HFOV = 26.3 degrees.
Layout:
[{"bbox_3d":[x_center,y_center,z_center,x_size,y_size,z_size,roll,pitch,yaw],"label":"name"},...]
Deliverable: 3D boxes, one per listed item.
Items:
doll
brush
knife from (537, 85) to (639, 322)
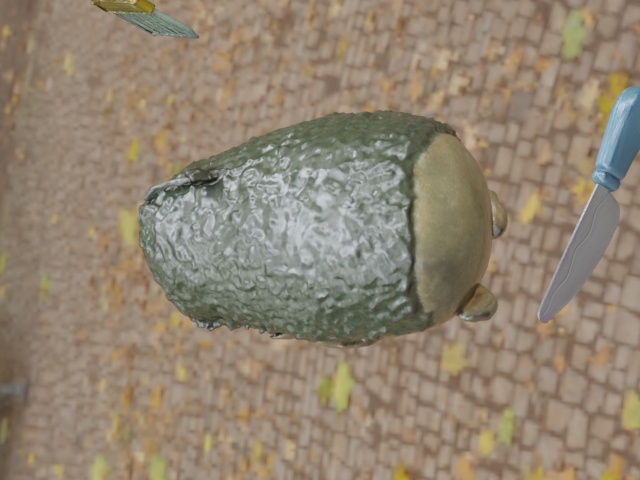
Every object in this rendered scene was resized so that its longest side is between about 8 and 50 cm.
[{"bbox_3d":[0.000,0.000,1.320,0.349,0.247,0.247,-4,73,20],"label":"doll"},{"bbox_3d":[-0.192,-0.201,1.008,0.082,0.218,0.010,15,79,57],"label":"brush"},{"bbox_3d":[0.268,-0.030,1.303,0.032,0.058,0.244,20,88,50],"label":"knife"}]
